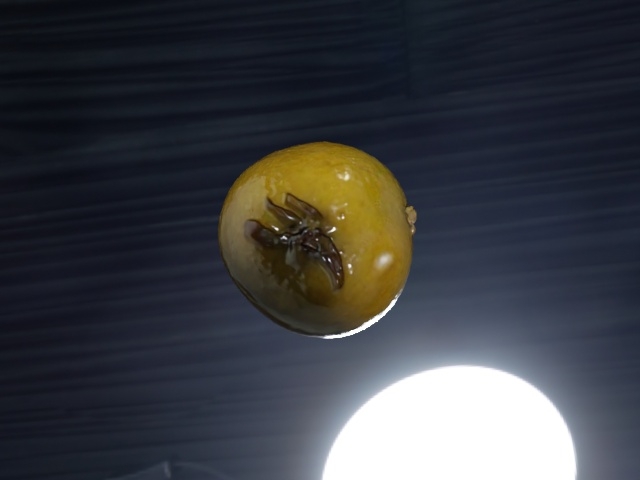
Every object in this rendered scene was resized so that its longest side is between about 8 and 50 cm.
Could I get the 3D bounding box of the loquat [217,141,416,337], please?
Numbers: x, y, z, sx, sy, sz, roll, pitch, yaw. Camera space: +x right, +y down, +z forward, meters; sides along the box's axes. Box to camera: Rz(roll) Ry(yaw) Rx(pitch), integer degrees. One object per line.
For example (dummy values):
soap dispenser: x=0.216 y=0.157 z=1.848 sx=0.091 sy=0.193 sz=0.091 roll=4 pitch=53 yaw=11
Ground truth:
loquat: x=0.000 y=0.000 z=0.556 sx=0.141 sy=0.141 sz=0.141 roll=-6 pitch=90 yaw=-85
